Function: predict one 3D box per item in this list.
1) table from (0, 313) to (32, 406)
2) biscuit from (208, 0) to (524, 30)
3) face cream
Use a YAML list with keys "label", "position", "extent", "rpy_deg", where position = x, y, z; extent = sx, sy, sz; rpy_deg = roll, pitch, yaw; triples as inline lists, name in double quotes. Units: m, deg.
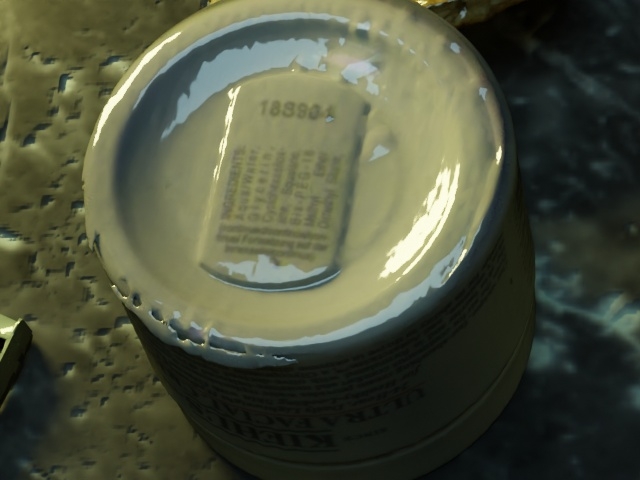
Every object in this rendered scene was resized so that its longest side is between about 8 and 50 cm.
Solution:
- label: "table"
  position: [-0.235, 0.084, 0.860]
  extent: [0.146, 0.062, 0.175]
  rpy_deg: [16, 69, 18]
- label: "biscuit"
  position: [0.062, -0.139, 0.921]
  extent: [0.236, 0.026, 0.131]
  rpy_deg: [-19, 36, -2]
- label: "face cream"
  position: [0.000, 0.000, 0.810]
  extent: [0.177, 0.153, 0.177]
  rpy_deg: [-5, 62, 9]
